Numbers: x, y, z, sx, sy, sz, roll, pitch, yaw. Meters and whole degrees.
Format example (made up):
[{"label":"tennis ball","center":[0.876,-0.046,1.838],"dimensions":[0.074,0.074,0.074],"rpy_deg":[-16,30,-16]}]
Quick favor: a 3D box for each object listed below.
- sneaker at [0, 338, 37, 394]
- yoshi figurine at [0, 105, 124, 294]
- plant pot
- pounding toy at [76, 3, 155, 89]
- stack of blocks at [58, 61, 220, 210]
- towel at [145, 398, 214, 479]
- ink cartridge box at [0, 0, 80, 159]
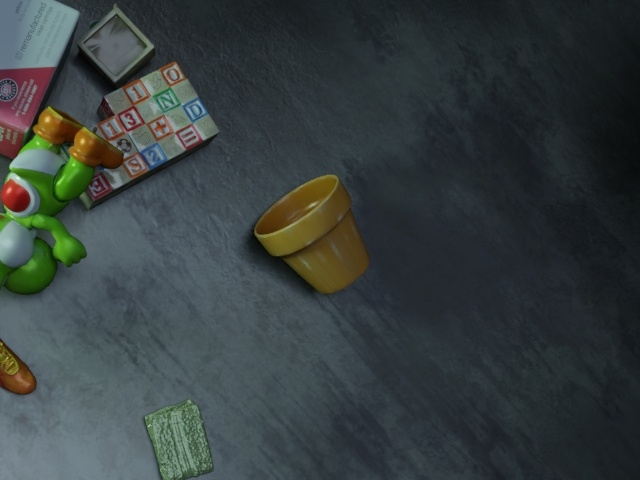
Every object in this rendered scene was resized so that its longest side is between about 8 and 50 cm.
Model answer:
[{"label":"sneaker","center":[-0.586,0.215,1.723],"dimensions":[0.175,0.067,0.064],"rpy_deg":[46,65,-8]},{"label":"yoshi figurine","center":[-0.509,-0.045,1.736],"dimensions":[0.203,0.203,0.362],"rpy_deg":[34,89,-21]},{"label":"plant pot","center":[0.000,0.000,1.941],"dimensions":[0.205,0.205,0.188],"rpy_deg":[-43,111,-24]},{"label":"pounding toy","center":[-0.415,-0.402,1.921],"dimensions":[0.130,0.100,0.141],"rpy_deg":[-44,94,-9]},{"label":"stack of blocks","center":[-0.375,-0.210,1.888],"dimensions":[0.297,0.087,0.171],"rpy_deg":[-33,91,-24]},{"label":"towel","center":[-0.270,0.390,1.830],"dimensions":[0.110,0.027,0.148],"rpy_deg":[-15,83,-24]},{"label":"ink cartridge box","center":[-0.683,-0.362,1.756],"dimensions":[0.385,0.160,0.279],"rpy_deg":[22,68,-15]}]
